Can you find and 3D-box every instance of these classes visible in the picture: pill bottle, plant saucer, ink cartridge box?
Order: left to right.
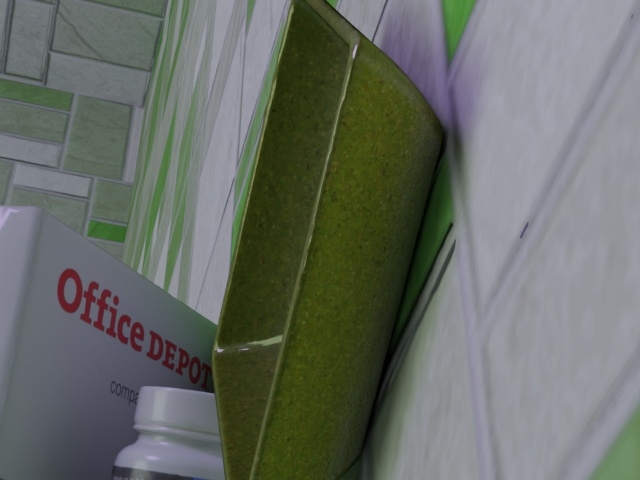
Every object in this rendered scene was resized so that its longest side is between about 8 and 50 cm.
[{"bbox_3d":[-0.201,0.201,0.787,0.285,0.166,0.395,47,-132,-65],"label":"ink cartridge box"},{"bbox_3d":[-0.072,0.147,0.685,0.078,0.078,0.137,145,134,-75],"label":"pill bottle"},{"bbox_3d":[0.000,0.000,0.543,0.188,0.045,0.188,-113,35,-72],"label":"plant saucer"}]
